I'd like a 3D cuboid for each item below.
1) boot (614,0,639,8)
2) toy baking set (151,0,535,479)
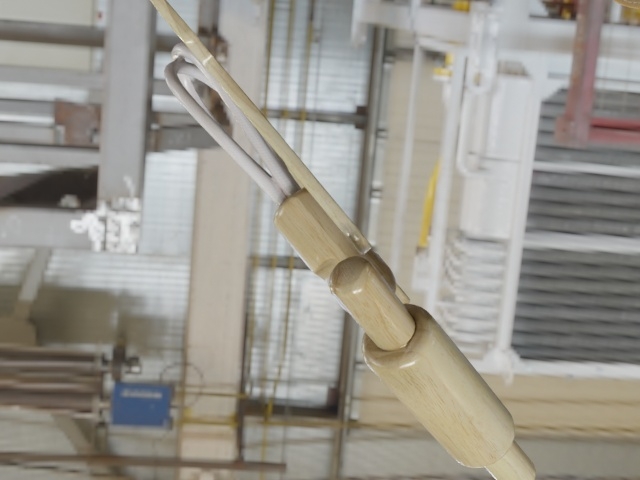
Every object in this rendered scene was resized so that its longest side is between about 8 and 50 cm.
[{"bbox_3d":[0.275,-0.240,0.755,0.152,0.073,0.197,-47,-173,-29],"label":"boot"},{"bbox_3d":[0.004,0.005,0.487,0.197,0.030,0.256,51,-179,44],"label":"toy baking set"}]
